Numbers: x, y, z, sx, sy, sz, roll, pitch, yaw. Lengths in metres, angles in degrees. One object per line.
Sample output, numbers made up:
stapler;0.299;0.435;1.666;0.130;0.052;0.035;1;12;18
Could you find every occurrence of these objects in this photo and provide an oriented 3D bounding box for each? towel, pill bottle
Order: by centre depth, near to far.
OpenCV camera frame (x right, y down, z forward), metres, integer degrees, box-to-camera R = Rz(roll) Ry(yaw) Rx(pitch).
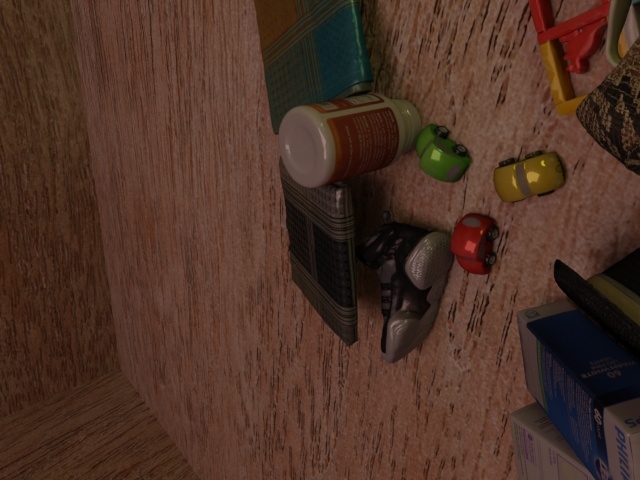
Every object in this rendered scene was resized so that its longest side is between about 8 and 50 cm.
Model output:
pill bottle;0.053;-0.161;0.848;0.121;0.216;0.121;26;126;44
towel;-0.028;-0.398;0.951;0.271;0.040;0.371;-10;88;53
towel;0.000;0.000;1.073;0.324;0.056;0.313;-138;39;-60

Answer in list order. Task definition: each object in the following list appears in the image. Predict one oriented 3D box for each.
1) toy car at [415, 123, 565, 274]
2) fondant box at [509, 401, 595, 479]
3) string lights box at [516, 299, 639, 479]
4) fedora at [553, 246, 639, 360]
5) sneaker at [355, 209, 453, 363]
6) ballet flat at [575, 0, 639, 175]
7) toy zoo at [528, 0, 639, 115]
toy car;0.212;-0.085;0.817;0.225;0.053;0.239;51;140;23
fondant box;0.389;0.374;0.677;0.330;0.096;0.239;-149;44;-68
string lights box;0.328;0.190;0.653;0.260;0.076;0.134;-104;-1;-70
fedora;0.404;0.092;0.541;0.152;0.334;0.334;-48;63;11
sneaker;0.129;0.078;0.967;0.153;0.101;0.269;37;127;37
ballet flat;0.355;-0.283;0.438;0.182;0.164;0.483;48;134;37
toy zoo;0.330;-0.263;0.601;0.192;0.030;0.294;-10;98;53
